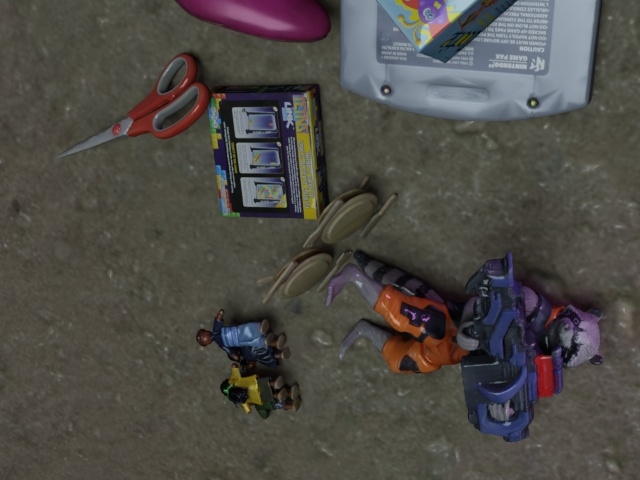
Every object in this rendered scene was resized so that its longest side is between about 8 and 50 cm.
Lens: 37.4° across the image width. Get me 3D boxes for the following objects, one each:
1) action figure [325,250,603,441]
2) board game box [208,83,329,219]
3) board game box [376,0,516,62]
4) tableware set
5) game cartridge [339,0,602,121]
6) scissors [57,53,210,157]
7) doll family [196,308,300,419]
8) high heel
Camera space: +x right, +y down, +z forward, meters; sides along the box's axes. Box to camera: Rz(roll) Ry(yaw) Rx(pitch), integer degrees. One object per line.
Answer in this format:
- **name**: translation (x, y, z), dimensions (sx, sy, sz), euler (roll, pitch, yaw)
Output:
- **action figure**: translation (0.179, 0.084, 1.149), dimensions (0.330, 0.178, 0.341), euler (9, 139, 12)
- **board game box**: translation (-0.067, -0.115, 1.226), dimensions (0.141, 0.048, 0.170), euler (3, 112, 18)
- **board game box**: translation (0.173, -0.325, 0.943), dimensions (0.275, 0.144, 0.142), euler (-40, 83, 18)
- **tableware set**: translation (0.000, 0.000, 1.215), dimensions (0.039, 0.128, 0.194), euler (51, 122, 22)
- **game cartridge**: translation (0.166, -0.237, 1.084), dimensions (0.294, 0.060, 0.196), euler (8, 111, 18)
- **scissors**: translation (-0.259, -0.146, 1.269), dimensions (0.297, 0.021, 0.109), euler (-30, 60, 28)
- **doll family**: translation (-0.106, 0.180, 1.354), dimensions (0.111, 0.076, 0.192), euler (-4, 105, 27)
- **high heel**: translation (-0.137, -0.371, 1.094), dimensions (0.377, 0.127, 0.181), euler (28, 129, 12)
